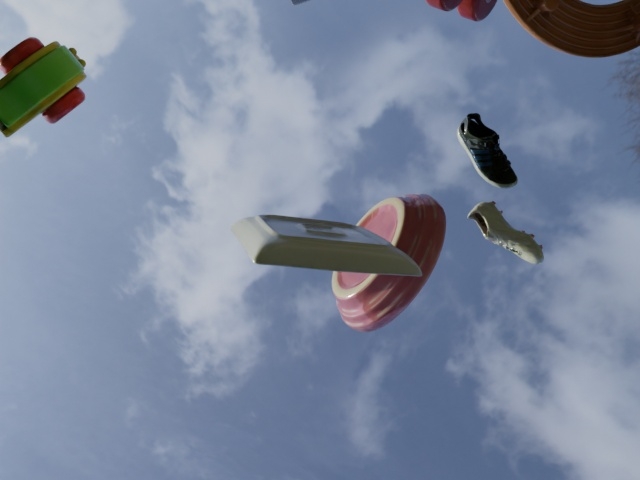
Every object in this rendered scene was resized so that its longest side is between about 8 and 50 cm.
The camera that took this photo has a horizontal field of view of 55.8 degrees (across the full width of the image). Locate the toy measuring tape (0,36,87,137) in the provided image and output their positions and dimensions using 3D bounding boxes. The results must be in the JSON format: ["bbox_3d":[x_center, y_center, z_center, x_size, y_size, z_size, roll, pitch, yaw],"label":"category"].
[{"bbox_3d":[-0.408,-0.193,0.815,0.121,0.122,0.330,13,-142,5],"label":"toy measuring tape"}]

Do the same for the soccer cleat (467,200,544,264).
[{"bbox_3d":[0.419,-0.009,1.377,0.076,0.068,0.196,-31,-117,-22],"label":"soccer cleat"}]

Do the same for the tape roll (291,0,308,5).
[{"bbox_3d":[-0.041,-0.472,0.902,0.072,0.219,0.219,-15,-111,6],"label":"tape roll"}]

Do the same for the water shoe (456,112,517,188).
[{"bbox_3d":[0.395,-0.211,1.429,0.072,0.080,0.203,-29,-110,-18],"label":"water shoe"}]

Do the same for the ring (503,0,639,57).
[{"bbox_3d":[0.324,-0.375,0.662,0.336,0.032,0.337,-6,-74,-19],"label":"ring"}]

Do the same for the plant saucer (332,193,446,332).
[{"bbox_3d":[0.129,0.033,1.306,0.084,0.332,0.332,32,-111,-18],"label":"plant saucer"}]

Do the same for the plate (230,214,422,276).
[{"bbox_3d":[0.000,0.000,1.035,0.277,0.277,0.045,6,-81,-17],"label":"plate"}]

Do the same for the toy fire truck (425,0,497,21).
[{"bbox_3d":[0.190,-0.486,0.904,0.169,0.302,0.254,30,-65,26],"label":"toy fire truck"}]
